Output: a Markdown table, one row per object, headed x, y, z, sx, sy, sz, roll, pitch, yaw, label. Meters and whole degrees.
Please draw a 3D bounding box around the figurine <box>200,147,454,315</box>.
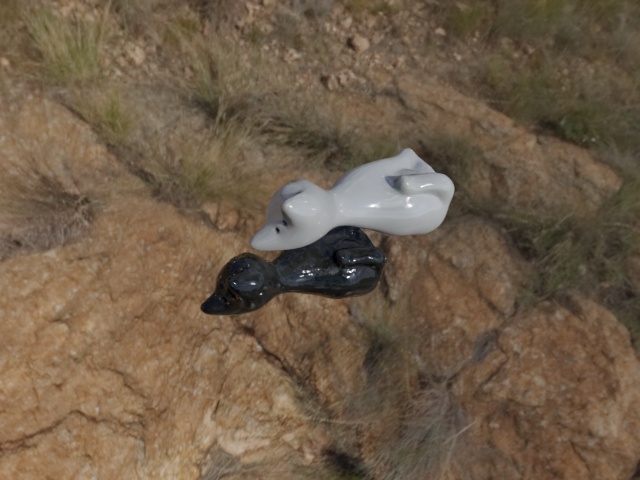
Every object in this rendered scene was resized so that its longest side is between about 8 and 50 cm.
| x | y | z | sx | sy | sz | roll | pitch | yaw | label |
| --- | --- | --- | --- | --- | --- | --- | --- | --- | --- |
| 0.000 | 0.000 | 0.646 | 0.209 | 0.215 | 0.092 | -14 | 66 | -38 | figurine |
